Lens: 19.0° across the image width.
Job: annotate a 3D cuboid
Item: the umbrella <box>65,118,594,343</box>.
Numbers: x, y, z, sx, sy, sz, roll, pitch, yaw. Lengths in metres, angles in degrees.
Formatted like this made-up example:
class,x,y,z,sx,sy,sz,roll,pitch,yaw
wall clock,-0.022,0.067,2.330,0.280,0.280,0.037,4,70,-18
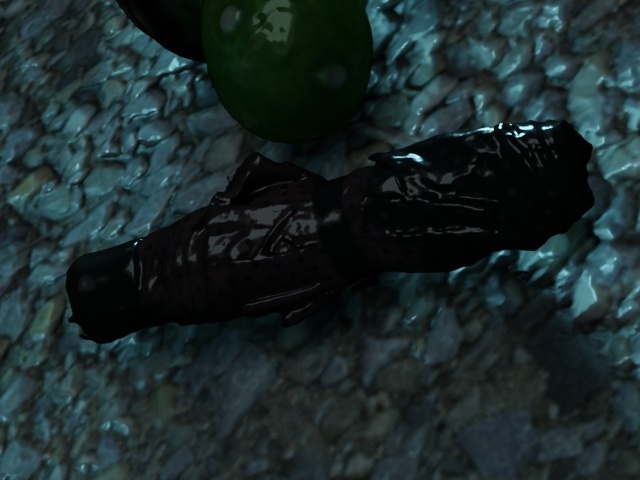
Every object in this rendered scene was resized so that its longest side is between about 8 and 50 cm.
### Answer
class,x,y,z,sx,sy,sz,roll,pitch,yaw
umbrella,0.000,0.000,1.104,0.326,0.094,0.090,-16,49,22

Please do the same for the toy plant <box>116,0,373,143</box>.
class,x,y,z,sx,sy,sz,roll,pitch,yaw
toy plant,-0.045,-0.187,1.228,0.235,0.175,0.218,30,116,49
